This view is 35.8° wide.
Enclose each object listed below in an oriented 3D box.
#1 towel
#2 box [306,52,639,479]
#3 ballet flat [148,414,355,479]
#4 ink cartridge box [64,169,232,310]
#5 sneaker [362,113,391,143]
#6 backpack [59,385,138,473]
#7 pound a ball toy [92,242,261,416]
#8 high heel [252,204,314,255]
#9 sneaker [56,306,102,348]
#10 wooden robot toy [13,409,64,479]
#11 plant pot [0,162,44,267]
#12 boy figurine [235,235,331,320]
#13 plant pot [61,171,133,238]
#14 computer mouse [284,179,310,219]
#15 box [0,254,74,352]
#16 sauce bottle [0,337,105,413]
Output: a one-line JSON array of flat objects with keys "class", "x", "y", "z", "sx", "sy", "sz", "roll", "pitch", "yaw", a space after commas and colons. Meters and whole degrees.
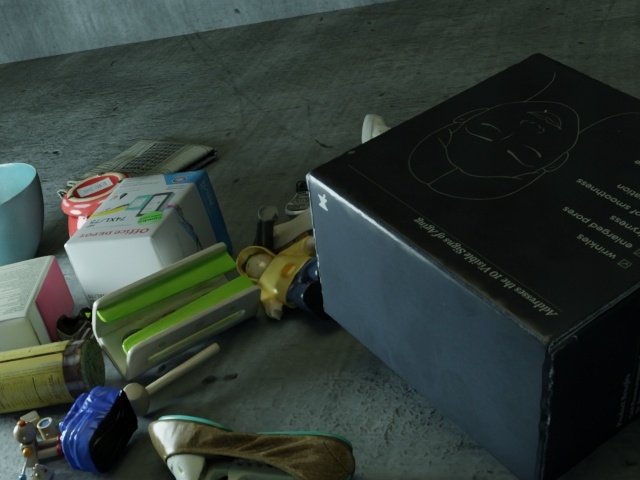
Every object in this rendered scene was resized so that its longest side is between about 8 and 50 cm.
[{"class": "towel", "x": -0.477, "y": -0.180, "z": 2.548, "sx": 0.312, "sy": 0.056, "sz": 0.324, "roll": 13, "pitch": 39, "yaw": 42}, {"class": "box", "x": 0.314, "y": 0.013, "z": 1.436, "sx": 0.472, "sy": 0.297, "sz": 0.480, "roll": -28, "pitch": 44, "yaw": -25}, {"class": "ballet flat", "x": -0.117, "y": 0.326, "z": 1.402, "sx": 0.342, "sy": 0.116, "sz": 0.124, "roll": 3, "pitch": 52, "yaw": 24}, {"class": "ink cartridge box", "x": -0.331, "y": 0.014, "z": 1.961, "sx": 0.198, "sy": 0.197, "sz": 0.270, "roll": -5, "pitch": 30, "yaw": 21}, {"class": "sneaker", "x": 0.179, "y": -0.193, "z": 2.198, "sx": 0.169, "sy": 0.108, "sz": 0.292, "roll": -9, "pitch": 38, "yaw": 9}, {"class": "backpack", "x": -0.354, "y": 0.303, "z": 1.554, "sx": 0.101, "sy": 0.098, "sz": 0.120, "roll": -1, "pitch": 40, "yaw": 22}, {"class": "pound a ball toy", "x": -0.250, "y": 0.168, "z": 1.742, "sx": 0.319, "sy": 0.136, "sz": 0.208, "roll": -27, "pitch": 63, "yaw": -29}, {"class": "high heel", "x": 0.000, "y": 0.000, "z": 1.930, "sx": 0.261, "sy": 0.186, "sz": 0.093, "roll": 6, "pitch": 60, "yaw": -3}, {"class": "sneaker", "x": -0.424, "y": 0.161, "z": 1.870, "sx": 0.170, "sy": 0.075, "sz": 0.063, "roll": -9, "pitch": 28, "yaw": 11}, {"class": "wooden robot toy", "x": -0.461, "y": 0.315, "z": 1.603, "sx": 0.076, "sy": 0.079, "sz": 0.173, "roll": -19, "pitch": 28, "yaw": -6}, {"class": "plant pot", "x": -0.750, "y": -0.025, "z": 2.250, "sx": 0.290, "sy": 0.195, "sz": 0.290, "roll": -12, "pitch": 28, "yaw": 6}, {"class": "boy figurine", "x": -0.055, "y": 0.060, "z": 1.816, "sx": 0.285, "sy": 0.092, "sz": 0.177, "roll": 17, "pitch": 72, "yaw": 56}, {"class": "plant pot", "x": -0.461, "y": -0.043, "z": 2.164, "sx": 0.191, "sy": 0.174, "sz": 0.191, "roll": -11, "pitch": 30, "yaw": 7}, {"class": "computer mouse", "x": -0.028, "y": -0.081, "z": 2.156, "sx": 0.106, "sy": 0.042, "sz": 0.193, "roll": 0, "pitch": 25, "yaw": 18}, {"class": "box", "x": -0.585, "y": 0.149, "z": 1.921, "sx": 0.148, "sy": 0.127, "sz": 0.232, "roll": -12, "pitch": 28, "yaw": 5}, {"class": "sauce bottle", "x": -0.553, "y": 0.247, "z": 1.741, "sx": 0.344, "sy": 0.111, "sz": 0.111, "roll": -9, "pitch": 28, "yaw": 11}]
